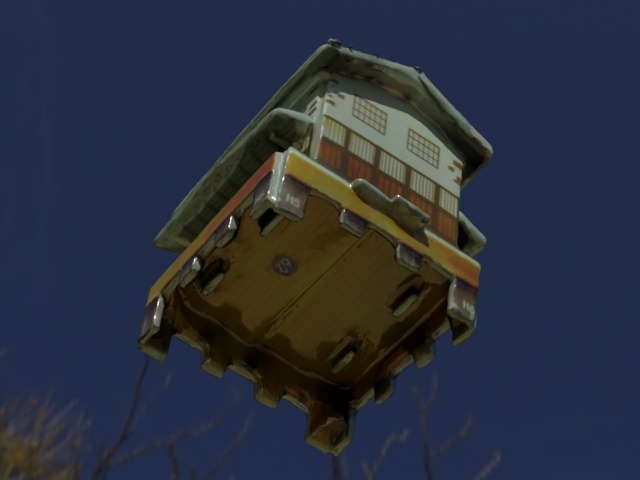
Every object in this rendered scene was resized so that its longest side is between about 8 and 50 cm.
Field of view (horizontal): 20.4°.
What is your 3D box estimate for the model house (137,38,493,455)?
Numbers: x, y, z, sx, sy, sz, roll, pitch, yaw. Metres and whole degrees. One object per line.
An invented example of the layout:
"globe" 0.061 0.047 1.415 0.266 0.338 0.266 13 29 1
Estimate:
"model house" 0.000 0.000 1.329 0.198 0.215 0.224 30 -53 -18
